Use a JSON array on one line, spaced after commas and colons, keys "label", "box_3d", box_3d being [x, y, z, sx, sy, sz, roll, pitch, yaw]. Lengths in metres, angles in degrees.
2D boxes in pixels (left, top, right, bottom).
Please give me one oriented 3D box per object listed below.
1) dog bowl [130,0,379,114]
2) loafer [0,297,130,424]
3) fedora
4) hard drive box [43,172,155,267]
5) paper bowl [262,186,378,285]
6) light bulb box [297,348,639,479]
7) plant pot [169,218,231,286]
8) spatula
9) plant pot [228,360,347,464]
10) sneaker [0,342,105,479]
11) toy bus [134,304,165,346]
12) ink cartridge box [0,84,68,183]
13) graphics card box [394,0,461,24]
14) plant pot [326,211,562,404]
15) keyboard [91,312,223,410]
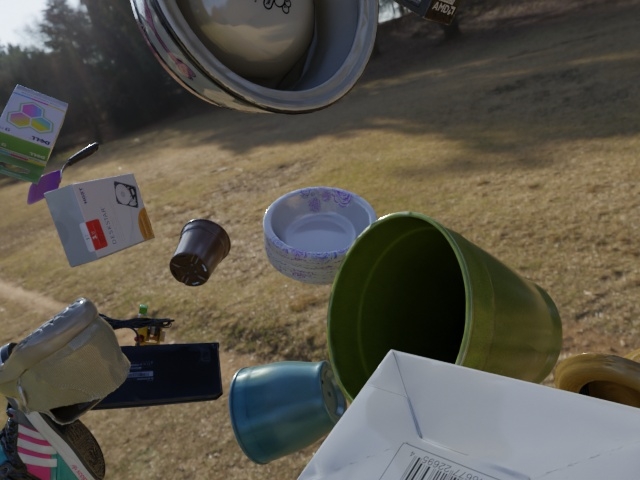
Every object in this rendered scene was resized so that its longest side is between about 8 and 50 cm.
[{"label": "dog bowl", "box_3d": [-0.107, -0.386, 0.873, 0.408, 0.408, 0.150, -28, 15, -35]}, {"label": "loafer", "box_3d": [-0.266, 0.138, 0.577, 0.102, 0.092, 0.268, -39, 4, -35]}, {"label": "fedora", "box_3d": [0.354, 0.176, 0.616, 0.079, 0.194, 0.194, -43, 29, -24]}, {"label": "hard drive box", "box_3d": [-0.528, -0.056, 1.373, 0.089, 0.181, 0.232, -14, 9, 20]}, {"label": "paper bowl", "box_3d": [0.000, 0.000, 1.423, 0.284, 0.148, 0.284, -1, 42, 1]}, {"label": "light bulb box", "box_3d": [0.224, 0.354, 0.643, 0.358, 0.361, 0.225, 4, 41, 47]}, {"label": "plant pot", "box_3d": [-0.378, 0.044, 1.743, 0.167, 0.167, 0.165, -10, 30, 15]}, {"label": "spatula", "box_3d": [-0.670, -0.192, 1.497, 0.030, 0.084, 0.296, 26, 37, -5]}, {"label": "plant pot", "box_3d": [-0.074, 0.453, 1.565, 0.255, 0.272, 0.272, -20, 16, 18]}, {"label": "sneaker", "box_3d": [-0.505, 0.319, 0.931, 0.178, 0.296, 0.124, -24, 22, -6]}, {"label": "toy bus", "box_3d": [-0.611, 0.341, 2.021, 0.104, 0.191, 0.202, 10, 4, -17]}, {"label": "ink cartridge box", "box_3d": [-0.622, -0.227, 1.200, 0.062, 0.109, 0.209, -48, 32, 41]}, {"label": "graphics card box", "box_3d": [0.204, -0.594, 0.959, 0.094, 0.371, 0.233, -11, 47, -45]}, {"label": "plant pot", "box_3d": [0.261, 0.160, 1.080, 0.353, 0.367, 0.366, 13, 2, -33]}, {"label": "keyboard", "box_3d": [-0.356, 0.230, 1.102, 0.317, 0.033, 0.202, 1, 53, -18]}]
